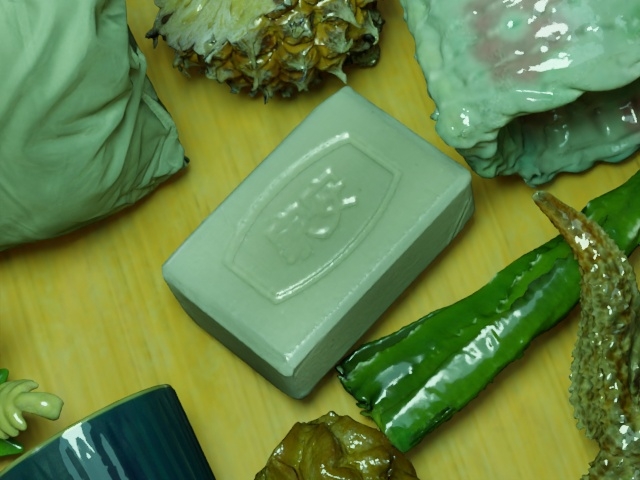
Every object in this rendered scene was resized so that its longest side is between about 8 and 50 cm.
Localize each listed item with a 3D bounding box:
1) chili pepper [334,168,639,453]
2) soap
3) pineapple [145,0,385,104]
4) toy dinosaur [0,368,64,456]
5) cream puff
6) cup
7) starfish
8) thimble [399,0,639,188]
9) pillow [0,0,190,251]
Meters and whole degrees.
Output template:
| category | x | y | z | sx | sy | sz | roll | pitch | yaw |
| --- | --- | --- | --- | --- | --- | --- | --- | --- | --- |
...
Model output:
| category | x | y | z | sx | sy | sz | roll | pitch | yaw |
| --- | --- | --- | --- | --- | --- | --- | --- | --- | --- |
| chili pepper | 0.176 | 0.020 | 1.258 | 0.359 | 0.076 | 0.085 | -30 | 51 | -10 |
| soap | 0.000 | 0.000 | 1.247 | 0.121 | 0.064 | 0.183 | 36 | 74 | 25 |
| pineapple | -0.007 | -0.161 | 1.288 | 0.137 | 0.161 | 0.176 | 36 | 76 | -36 |
| toy dinosaur | -0.276 | 0.090 | 1.165 | 0.194 | 0.177 | 0.152 | -30 | 77 | -11 |
| cream puff | 0.007 | 0.159 | 1.182 | 0.116 | 0.122 | 0.094 | -23 | 74 | 9 |
| cup | -0.127 | 0.198 | 1.174 | 0.176 | 0.131 | 0.155 | -36 | 79 | 19 |
| starfish | 0.241 | 0.100 | 1.189 | 0.301 | 0.084 | 0.294 | 10 | 90 | 2 |
| thimble | 0.153 | -0.134 | 1.233 | 0.211 | 0.185 | 0.149 | -11 | 72 | -27 |
| pillow | -0.239 | -0.080 | 1.177 | 0.310 | 0.283 | 0.138 | -13 | 55 | -8 |
